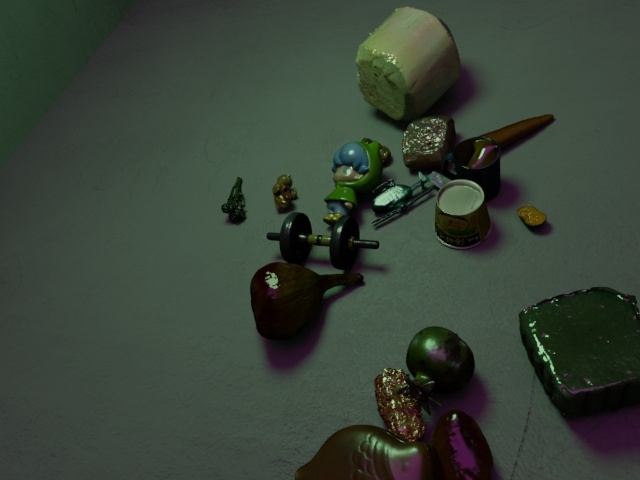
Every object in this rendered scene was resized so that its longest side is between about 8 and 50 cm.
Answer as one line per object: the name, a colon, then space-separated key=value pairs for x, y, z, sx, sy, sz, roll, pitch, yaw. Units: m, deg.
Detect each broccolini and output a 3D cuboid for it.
broccolini: x=-0.265 y=-0.148 z=1.628 sx=0.058 sy=0.074 sz=0.201 roll=-21 pitch=44 yaw=28

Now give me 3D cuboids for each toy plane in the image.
toy plane: x=0.228 y=-0.129 z=1.419 sx=0.234 sy=0.060 sz=0.096 roll=-31 pitch=56 yaw=0

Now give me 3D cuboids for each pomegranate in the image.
pomegranate: x=0.238 y=0.258 z=1.043 sx=0.148 sy=0.149 sz=0.169 roll=3 pitch=33 yaw=24

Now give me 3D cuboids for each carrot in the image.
carrot: x=0.510 y=-0.286 z=1.430 sx=0.335 sy=0.069 sz=0.069 roll=-23 pitch=48 yaw=-3

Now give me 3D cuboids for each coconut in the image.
coconut: x=0.280 y=-0.551 z=1.574 sx=0.309 sy=0.298 sz=0.297 roll=-43 pitch=51 yaw=-13

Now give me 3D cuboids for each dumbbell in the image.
dumbbell: x=0.000 y=0.000 z=1.350 sx=0.325 sy=0.143 sz=0.143 roll=5 pitch=56 yaw=25

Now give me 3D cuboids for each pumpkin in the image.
pumpkin: x=0.523 y=-0.055 z=1.262 sx=0.050 sy=0.028 sz=0.083 roll=-26 pitch=40 yaw=3

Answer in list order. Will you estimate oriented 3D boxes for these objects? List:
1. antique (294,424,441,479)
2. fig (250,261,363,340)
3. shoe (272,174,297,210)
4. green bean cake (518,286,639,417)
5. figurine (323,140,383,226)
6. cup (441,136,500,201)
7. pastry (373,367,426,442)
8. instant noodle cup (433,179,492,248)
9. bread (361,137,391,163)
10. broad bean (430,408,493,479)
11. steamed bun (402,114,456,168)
antique: x=0.092 y=0.457 z=0.948 sx=0.277 sy=0.129 sz=0.224 roll=-25 pitch=52 yaw=14
fig: x=-0.048 y=0.143 z=1.287 sx=0.290 sy=0.191 sz=0.190 roll=-5 pitch=36 yaw=-37
shoe: x=-0.108 y=-0.148 z=1.562 sx=0.069 sy=0.072 sz=0.109 roll=-39 pitch=29 yaw=44
green bean cake: x=0.524 y=0.208 z=0.992 sx=0.222 sy=0.125 sz=0.227 roll=-18 pitch=47 yaw=10
figurine: x=0.085 y=-0.164 z=1.454 sx=0.162 sy=0.143 sz=0.264 roll=-2 pitch=64 yaw=65
cup: x=0.404 y=-0.191 z=1.342 sx=0.113 sy=0.138 sz=0.150 roll=-34 pitch=49 yaw=-7
pastry: x=0.163 y=0.352 z=1.067 sx=0.087 sy=0.063 sz=0.170 roll=-14 pitch=44 yaw=-1
instant noodle cup: x=0.351 y=-0.071 z=1.281 sx=0.151 sy=0.122 sz=0.152 roll=-11 pitch=53 yaw=15
bread: x=0.165 y=-0.269 z=1.556 sx=0.066 sy=0.060 sz=0.110 roll=-20 pitch=42 yaw=-35
broad bean: x=0.266 y=0.409 z=0.961 sx=0.114 sy=0.084 sz=0.165 roll=-34 pitch=47 yaw=29
steamed bun: x=0.311 y=-0.289 z=1.479 sx=0.144 sy=0.106 sz=0.175 roll=5 pitch=58 yaw=25
